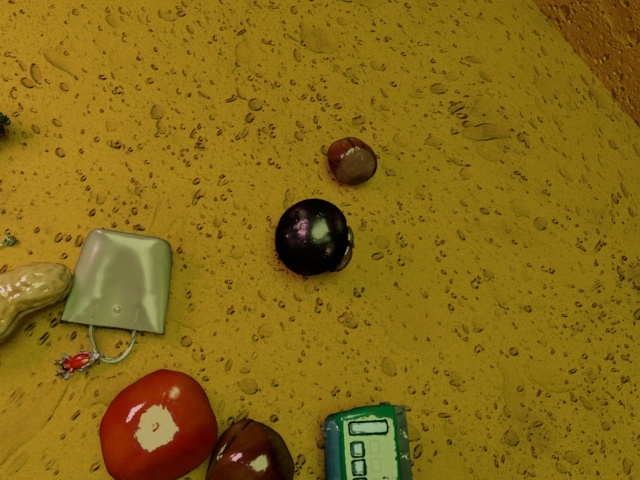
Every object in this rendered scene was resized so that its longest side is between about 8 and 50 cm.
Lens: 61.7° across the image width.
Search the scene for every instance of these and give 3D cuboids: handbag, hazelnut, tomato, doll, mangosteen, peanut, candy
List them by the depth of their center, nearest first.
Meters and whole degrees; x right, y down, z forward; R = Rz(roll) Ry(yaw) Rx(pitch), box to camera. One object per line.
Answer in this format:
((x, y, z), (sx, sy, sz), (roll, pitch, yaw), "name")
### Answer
((-0.360, 0.413, 1.188), (0.260, 0.180, 0.259), (6, 67, -14), "tomato")
((-0.706, 0.149, 1.203), (0.147, 0.147, 0.305), (47, 62, 3), "peanut")
((-0.167, 0.516, 1.206), (0.208, 0.208, 0.208), (6, 69, -15), "hazelnut")
((-0.561, 0.285, 1.250), (0.114, 0.039, 0.057), (-15, 43, -8), "doll")
((-0.485, 0.134, 1.296), (0.241, 0.109, 0.315), (10, 72, -13), "handbag")
((-0.778, 0.013, 1.296), (0.083, 0.023, 0.025), (-31, 90, -14), "candy")
((0.000, 0.000, 1.454), (0.250, 0.211, 0.211), (21, 61, -43), "mangosteen")
((0.094, -0.238, 1.600), (0.154, 0.143, 0.143), (13, 67, -20), "hazelnut")

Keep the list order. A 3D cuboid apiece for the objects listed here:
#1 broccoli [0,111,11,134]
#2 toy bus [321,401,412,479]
((-0.879, -0.206, 1.291), (0.145, 0.165, 0.304), (29, 76, -39), "broccoli")
((0.111, 0.564, 1.273), (0.200, 0.183, 0.343), (1, 69, -13), "toy bus")
